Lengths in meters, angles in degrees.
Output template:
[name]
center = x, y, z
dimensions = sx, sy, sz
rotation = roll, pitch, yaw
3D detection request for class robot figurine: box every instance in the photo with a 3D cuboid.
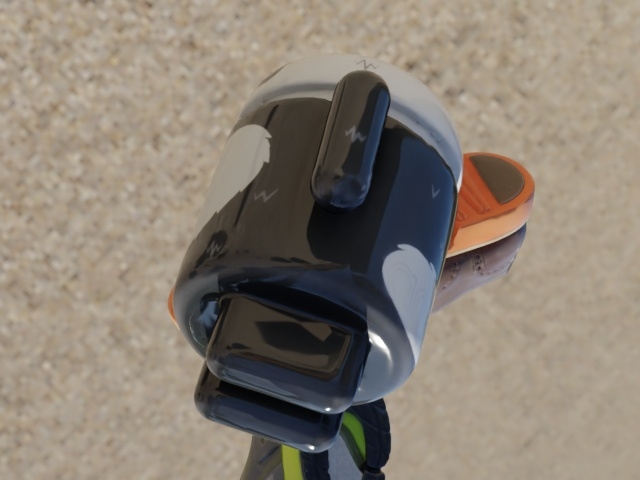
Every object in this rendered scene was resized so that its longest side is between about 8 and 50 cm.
[robot figurine]
center = -0.003, 0.000, 1.201
dimensions = 0.209, 0.173, 0.278
rotation = -16, -136, 40

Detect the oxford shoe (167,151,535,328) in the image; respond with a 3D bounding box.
[oxford shoe]
center = 0.036, 0.040, 1.606
dimensions = 0.363, 0.130, 0.133
rotation = -18, 133, -20

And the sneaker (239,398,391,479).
[sneaker]
center = -0.010, 0.248, 1.456
dimensions = 0.111, 0.121, 0.300
rotation = 2, 92, -34
